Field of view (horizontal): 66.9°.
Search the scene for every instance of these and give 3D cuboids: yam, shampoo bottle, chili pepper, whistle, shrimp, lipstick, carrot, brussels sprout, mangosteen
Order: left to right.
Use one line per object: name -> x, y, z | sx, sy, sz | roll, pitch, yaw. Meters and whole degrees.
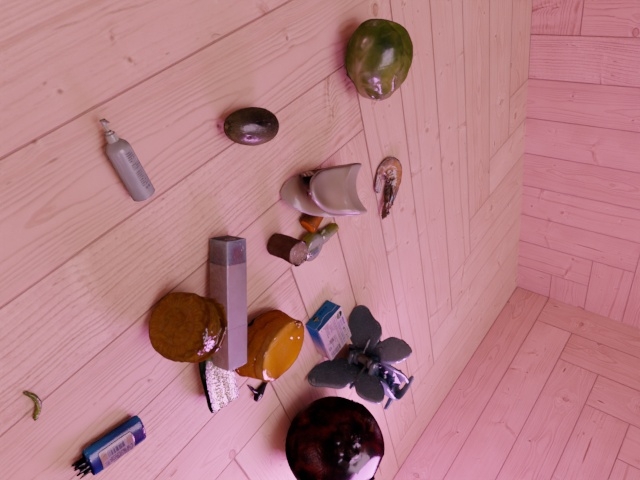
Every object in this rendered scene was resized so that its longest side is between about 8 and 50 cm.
chili pepper -> -0.636, 0.365, 1.076 | 0.030, 0.017, 0.083 | -19, 122, -44
shampoo bottle -> -0.542, 0.536, 1.248 | 0.183, 0.050, 0.087 | -30, 131, -41
shampoo bottle -> -0.426, -0.176, 1.053 | 0.056, 0.056, 0.195 | -44, 136, -30
lipstick -> -0.258, 0.176, 1.368 | 0.080, 0.076, 0.371 | -14, 108, -52
yam -> -0.104, 0.025, 1.498 | 0.084, 0.127, 0.084 | -20, 119, -41
whistle -> 0.000, 0.000, 1.671 | 0.198, 0.057, 0.104 | -37, 143, -39
carrot -> 0.011, -0.123, 1.631 | 0.209, 0.061, 0.061 | -56, 142, -22
mangosteen -> 0.066, 0.812, 1.879 | 0.381, 0.381, 0.421 | -48, 143, -27
brussels sprout -> 0.181, -0.565, 1.519 | 0.244, 0.244, 0.244 | -26, 126, -43
shrimp -> 0.259, -0.207, 1.917 | 0.143, 0.052, 0.251 | 2, 98, -41

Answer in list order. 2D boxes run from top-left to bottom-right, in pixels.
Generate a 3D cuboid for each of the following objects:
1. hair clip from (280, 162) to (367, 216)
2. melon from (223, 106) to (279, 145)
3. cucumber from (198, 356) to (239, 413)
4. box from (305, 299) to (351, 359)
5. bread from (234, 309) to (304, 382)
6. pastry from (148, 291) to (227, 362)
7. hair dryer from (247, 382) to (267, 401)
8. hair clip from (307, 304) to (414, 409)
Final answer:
hair clip -> 0.013, -0.156, 1.550 | 0.282, 0.113, 0.172 | -9, 92, -45
melon -> -0.181, -0.298, 1.269 | 0.162, 0.099, 0.099 | -18, 121, -40
cucumber -> -0.317, 0.396, 1.454 | 0.115, 0.063, 0.244 | -33, 128, -48
box -> 0.035, 0.346, 1.868 | 0.139, 0.073, 0.194 | -47, 138, -28
bread -> -0.164, 0.333, 1.546 | 0.270, 0.143, 0.195 | -33, 131, -54
pastry -> -0.340, 0.222, 1.243 | 0.188, 0.189, 0.103 | -66, 157, -5
hair dryer -> -0.219, 0.505, 1.667 | 0.083, 0.031, 0.079 | 54, 53, -40
hair clip -> 0.198, 0.517, 1.965 | 0.392, 0.318, 0.238 | -53, 143, -23
